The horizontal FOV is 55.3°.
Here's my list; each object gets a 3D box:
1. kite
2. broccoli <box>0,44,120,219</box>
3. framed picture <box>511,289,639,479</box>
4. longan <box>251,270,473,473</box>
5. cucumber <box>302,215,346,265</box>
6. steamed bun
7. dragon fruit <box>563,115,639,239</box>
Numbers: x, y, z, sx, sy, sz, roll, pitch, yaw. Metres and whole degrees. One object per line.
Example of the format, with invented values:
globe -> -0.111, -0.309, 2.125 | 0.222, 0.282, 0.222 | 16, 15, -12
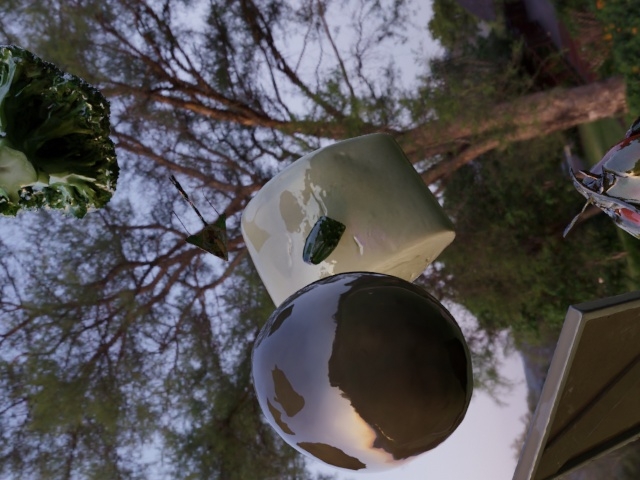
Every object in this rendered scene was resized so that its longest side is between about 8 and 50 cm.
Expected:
kite -> -0.278, -0.053, 1.442 | 0.244, 0.006, 0.198 | 59, -151, -14
broccoli -> -0.487, -0.154, 1.022 | 0.307, 0.308, 0.275 | 64, 175, -34
framed picture -> 0.380, 0.170, 0.763 | 0.335, 0.022, 0.247 | -6, -65, -35
longan -> 0.048, 0.142, 0.672 | 0.248, 0.248, 0.248 | -14, -90, -72
cucumber -> 0.000, 0.000, 1.256 | 0.107, 0.067, 0.035 | -62, -20, -23
steamed bun -> 0.048, -0.028, 1.436 | 0.371, 0.456, 0.290 | 61, -175, 22
dragon fruit -> 0.349, -0.053, 0.509 | 0.234, 0.293, 0.233 | -16, -90, -73
